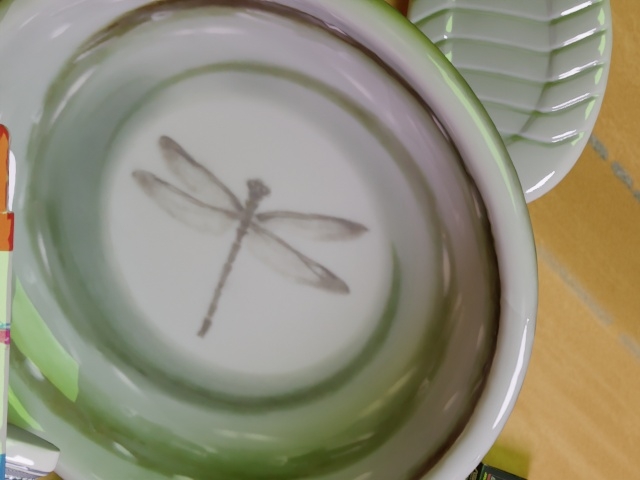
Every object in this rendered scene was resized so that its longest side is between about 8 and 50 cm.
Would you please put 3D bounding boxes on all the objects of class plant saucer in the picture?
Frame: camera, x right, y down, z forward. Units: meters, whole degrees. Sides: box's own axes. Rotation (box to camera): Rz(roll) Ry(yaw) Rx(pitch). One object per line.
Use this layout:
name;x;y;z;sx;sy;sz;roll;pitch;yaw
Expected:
plant saucer;-0.057;0.005;0.785;0.401;0.400;0.100;69;25;-13

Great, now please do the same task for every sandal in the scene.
sandal;0.154;-0.233;1.030;0.102;0.169;0.417;-11;98;-73

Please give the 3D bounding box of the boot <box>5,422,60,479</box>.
boot;-0.266;0.143;0.781;0.190;0.069;0.086;18;86;-15

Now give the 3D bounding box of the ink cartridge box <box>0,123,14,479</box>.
ink cartridge box;-0.247;0.048;0.707;0.134;0.078;0.231;2;89;-19

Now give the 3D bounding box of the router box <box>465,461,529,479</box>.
router box;0.144;0.259;1.071;0.092;0.038;0.123;25;76;-31
